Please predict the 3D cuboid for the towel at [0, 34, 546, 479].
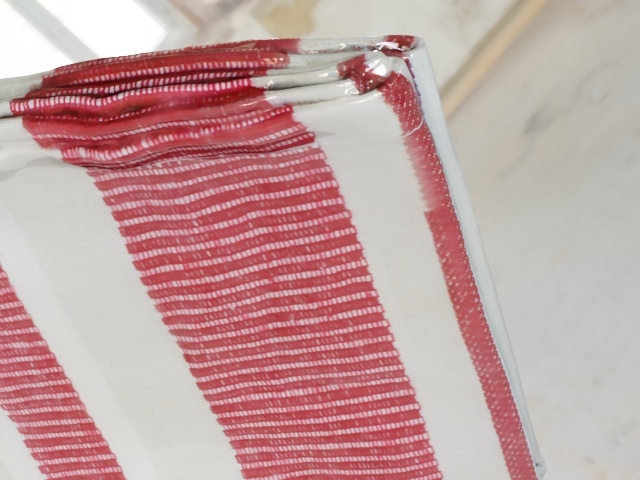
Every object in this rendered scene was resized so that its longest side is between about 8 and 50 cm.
[{"bbox_3d":[-0.100,0.038,0.589,0.329,0.237,0.037,-6,47,15],"label":"towel"}]
